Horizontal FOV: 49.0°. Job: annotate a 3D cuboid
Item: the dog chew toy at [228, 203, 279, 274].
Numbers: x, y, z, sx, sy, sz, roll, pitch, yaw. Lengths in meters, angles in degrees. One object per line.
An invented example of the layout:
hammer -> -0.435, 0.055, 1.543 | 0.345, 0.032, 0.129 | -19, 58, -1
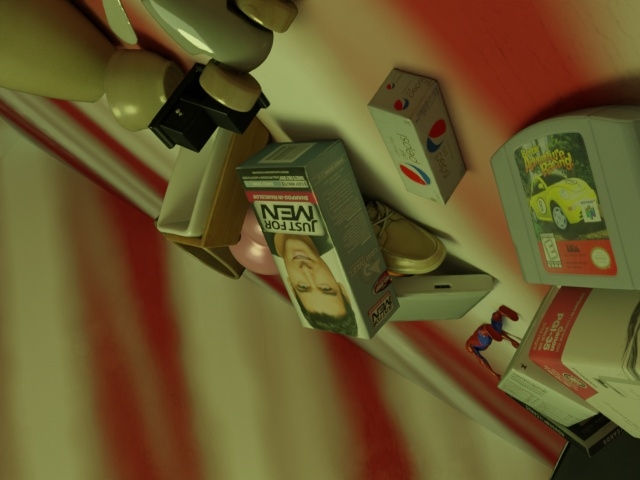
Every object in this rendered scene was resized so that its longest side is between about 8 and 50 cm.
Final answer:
dog chew toy -> -0.101, -0.061, 1.551 | 0.206, 0.207, 0.332 | 32, 150, 6

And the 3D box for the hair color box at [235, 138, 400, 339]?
hair color box -> 0.000, 0.000, 1.345 | 0.185, 0.113, 0.375 | 4, 126, 43

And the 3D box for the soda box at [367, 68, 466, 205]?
soda box -> 0.141, -0.140, 0.992 | 0.073, 0.069, 0.216 | 25, 163, 32

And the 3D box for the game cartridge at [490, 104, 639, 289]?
game cartridge -> 0.290, -0.045, 0.788 | 0.294, 0.060, 0.196 | 171, 86, -76

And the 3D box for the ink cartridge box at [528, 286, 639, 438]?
ink cartridge box -> 0.406, 0.143, 0.772 | 0.207, 0.117, 0.283 | 36, 165, -14

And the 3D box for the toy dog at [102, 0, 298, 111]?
toy dog -> -0.184, -0.324, 0.922 | 0.334, 0.220, 0.161 | 48, -167, -23

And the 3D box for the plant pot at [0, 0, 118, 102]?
plant pot -> -0.558, -0.395, 1.413 | 0.274, 0.257, 0.256 | 24, 174, -37

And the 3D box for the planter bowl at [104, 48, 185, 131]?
planter bowl -> -0.330, -0.299, 1.378 | 0.109, 0.162, 0.162 | -2, 153, 19

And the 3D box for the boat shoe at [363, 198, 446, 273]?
boat shoe -> 0.104, -0.026, 1.390 | 0.302, 0.109, 0.098 | 25, 157, 29

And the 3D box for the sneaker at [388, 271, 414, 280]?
sneaker -> 0.100, 0.051, 1.617 | 0.180, 0.125, 0.321 | 42, 164, -28

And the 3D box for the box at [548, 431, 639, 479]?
box -> 0.814, 0.633, 1.659 | 0.479, 0.297, 0.472 | 26, 162, 29

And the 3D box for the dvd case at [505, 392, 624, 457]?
dvd case -> 0.495, 0.294, 1.348 | 0.030, 0.179, 0.238 | 64, 167, -26

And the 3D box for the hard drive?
hard drive -> 0.242, 0.130, 1.541 | 0.202, 0.040, 0.307 | -2, 163, -1

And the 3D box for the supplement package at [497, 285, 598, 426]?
supplement package -> 0.428, 0.195, 1.222 | 0.149, 0.194, 0.203 | 28, 166, 16

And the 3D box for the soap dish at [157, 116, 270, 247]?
soap dish -> -0.222, -0.126, 1.456 | 0.118, 0.291, 0.229 | 18, 175, -31

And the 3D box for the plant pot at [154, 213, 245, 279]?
plant pot -> -0.259, -0.060, 1.827 | 0.263, 0.229, 0.263 | 32, 166, 9

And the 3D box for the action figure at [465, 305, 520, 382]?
action figure -> 0.416, 0.245, 1.627 | 0.139, 0.091, 0.280 | 42, 168, 10

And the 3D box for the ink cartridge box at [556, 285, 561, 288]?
ink cartridge box -> 0.439, 0.040, 0.836 | 0.197, 0.114, 0.273 | 34, 165, -4

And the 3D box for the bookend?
bookend -> -0.204, -0.229, 1.283 | 0.156, 0.157, 0.072 | 25, 164, 34
